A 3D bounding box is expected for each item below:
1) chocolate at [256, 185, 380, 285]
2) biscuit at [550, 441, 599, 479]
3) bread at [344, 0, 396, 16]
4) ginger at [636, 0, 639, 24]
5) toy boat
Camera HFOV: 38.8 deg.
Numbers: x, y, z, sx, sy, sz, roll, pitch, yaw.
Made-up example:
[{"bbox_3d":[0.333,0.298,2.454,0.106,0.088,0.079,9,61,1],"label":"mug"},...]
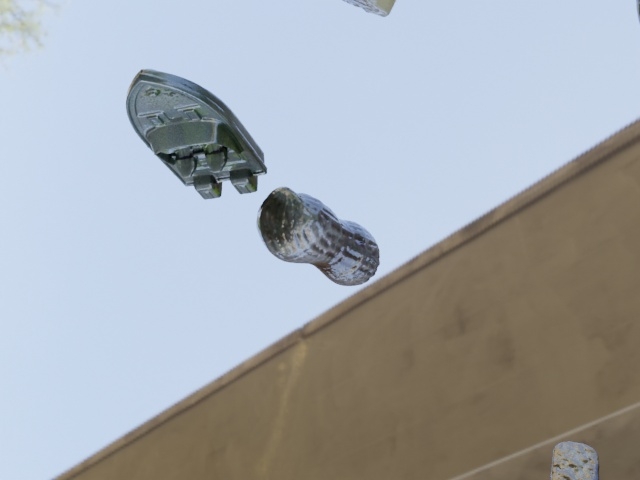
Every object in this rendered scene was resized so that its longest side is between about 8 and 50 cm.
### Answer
[{"bbox_3d":[0.000,0.000,1.356,0.110,0.248,0.110,-25,-128,37],"label":"chocolate"},{"bbox_3d":[0.388,0.358,1.384,0.071,0.147,0.018,5,-57,14],"label":"biscuit"},{"bbox_3d":[0.073,-0.432,1.393,0.134,0.148,0.141,24,-84,10],"label":"bread"},{"bbox_3d":[0.420,-0.372,1.243,0.059,0.214,0.133,-38,-157,-16],"label":"ginger"},{"bbox_3d":[-0.190,-0.156,1.327,0.141,0.319,0.092,-8,-115,15],"label":"toy boat"}]
